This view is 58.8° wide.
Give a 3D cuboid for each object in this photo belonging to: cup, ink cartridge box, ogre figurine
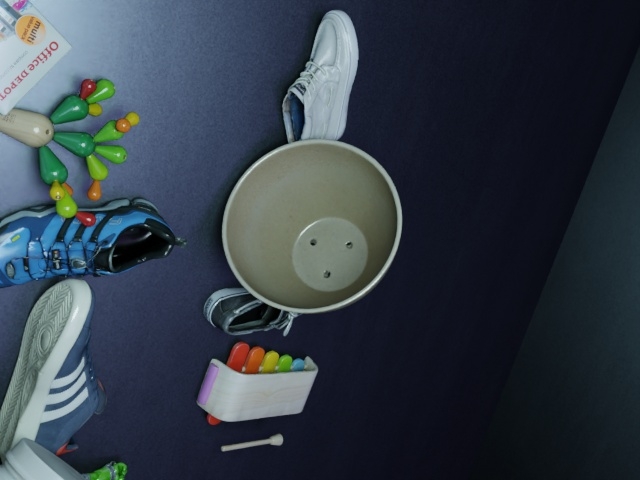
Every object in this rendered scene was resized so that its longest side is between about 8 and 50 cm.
[{"bbox_3d":[0.000,0.000,1.131,0.331,0.331,0.237,-53,162,-8],"label":"cup"},{"bbox_3d":[-0.425,-0.264,0.686,0.128,0.127,0.176,-51,138,-10],"label":"ink cartridge box"},{"bbox_3d":[-0.464,0.518,1.093,0.197,0.097,0.118,-41,147,-4],"label":"ogre figurine"}]

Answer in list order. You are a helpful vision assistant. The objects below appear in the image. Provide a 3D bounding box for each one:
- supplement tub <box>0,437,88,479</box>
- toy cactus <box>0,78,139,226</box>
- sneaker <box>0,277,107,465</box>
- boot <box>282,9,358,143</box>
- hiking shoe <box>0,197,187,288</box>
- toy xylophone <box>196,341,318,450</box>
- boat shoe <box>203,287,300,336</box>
[{"bbox_3d":[-0.466,0.469,0.800,0.316,0.228,0.228,-51,138,-25],"label":"supplement tub"},{"bbox_3d":[-0.370,-0.142,0.820,0.180,0.112,0.219,18,93,-30],"label":"toy cactus"},{"bbox_3d":[-0.420,0.220,0.956,0.148,0.131,0.350,11,113,-44],"label":"sneaker"},{"bbox_3d":[-0.006,-0.300,1.085,0.123,0.095,0.258,-24,127,-42],"label":"boot"},{"bbox_3d":[-0.372,0.005,0.876,0.304,0.132,0.113,-21,125,-35],"label":"hiking shoe"},{"bbox_3d":[-0.141,0.366,1.325,0.323,0.081,0.236,22,95,-47],"label":"toy xylophone"},{"bbox_3d":[-0.095,0.143,1.232,0.306,0.105,0.113,0,111,-43],"label":"boat shoe"}]
